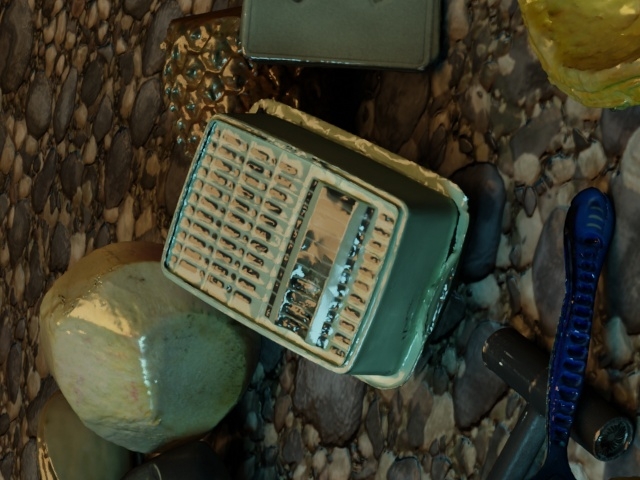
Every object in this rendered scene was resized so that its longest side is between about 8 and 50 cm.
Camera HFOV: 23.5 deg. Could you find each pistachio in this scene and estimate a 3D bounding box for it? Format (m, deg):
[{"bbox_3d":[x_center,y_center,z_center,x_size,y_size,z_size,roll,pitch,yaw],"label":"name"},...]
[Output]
[{"bbox_3d":[-0.312,0.301,2.032,0.136,0.136,0.226,-37,55,47],"label":"pistachio"}]

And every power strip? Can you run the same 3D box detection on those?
[{"bbox_3d":[0.024,-0.270,1.633,0.064,0.213,0.198,91,-176,-76],"label":"power strip"}]

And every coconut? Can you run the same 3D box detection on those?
[{"bbox_3d":[-0.203,0.119,1.814,0.259,0.259,0.259,-21,65,54],"label":"coconut"}]

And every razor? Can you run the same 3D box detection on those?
[{"bbox_3d":[0.210,0.100,1.290,0.056,0.093,0.324,116,167,-59],"label":"razor"}]

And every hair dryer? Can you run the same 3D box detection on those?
[{"bbox_3d":[0.187,0.201,1.368,0.173,0.050,0.195,40,120,55],"label":"hair dryer"}]

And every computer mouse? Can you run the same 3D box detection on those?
[{"bbox_3d":[-0.170,0.351,1.817,0.374,0.114,0.203,135,132,-60],"label":"computer mouse"}]

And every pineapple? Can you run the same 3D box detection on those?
[{"bbox_3d":[-0.067,-0.093,1.729,0.202,0.202,0.362,-4,94,57],"label":"pineapple"}]

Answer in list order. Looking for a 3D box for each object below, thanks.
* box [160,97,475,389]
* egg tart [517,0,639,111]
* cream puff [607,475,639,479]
[{"bbox_3d":[0.000,0.000,1.520,0.290,0.166,0.220,28,106,30],"label":"box"},{"bbox_3d":[0.285,-0.238,1.254,0.294,0.123,0.294,-11,76,57],"label":"egg tart"},{"bbox_3d":[0.265,0.294,0.907,0.378,0.275,0.378,-6,69,16],"label":"cream puff"}]
